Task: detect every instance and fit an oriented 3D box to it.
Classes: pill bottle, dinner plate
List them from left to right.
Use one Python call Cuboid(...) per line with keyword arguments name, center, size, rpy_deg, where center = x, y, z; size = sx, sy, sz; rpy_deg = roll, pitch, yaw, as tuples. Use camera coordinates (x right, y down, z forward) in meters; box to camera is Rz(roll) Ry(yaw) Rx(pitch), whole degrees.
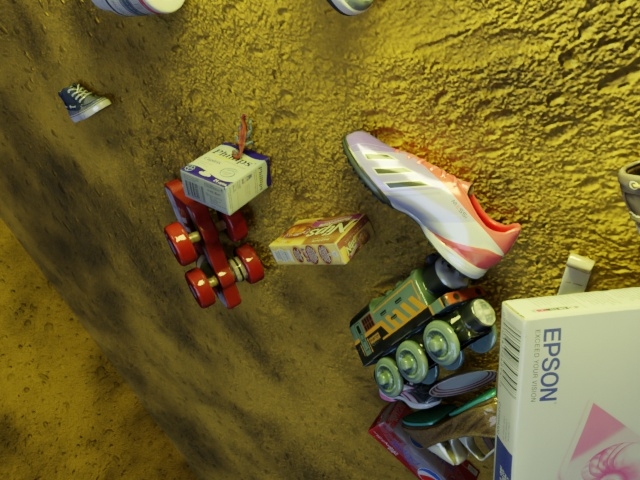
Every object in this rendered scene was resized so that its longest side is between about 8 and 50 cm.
Cuboid(name="pill bottle", center=(-0.339, -0.465, 0.948), size=(0.180, 0.108, 0.108), rpy_deg=(14, 131, 34))
Cuboid(name="dinner plate", center=(0.282, 0.278, 1.035), size=(0.141, 0.141, 0.017), rpy_deg=(121, 145, -50))

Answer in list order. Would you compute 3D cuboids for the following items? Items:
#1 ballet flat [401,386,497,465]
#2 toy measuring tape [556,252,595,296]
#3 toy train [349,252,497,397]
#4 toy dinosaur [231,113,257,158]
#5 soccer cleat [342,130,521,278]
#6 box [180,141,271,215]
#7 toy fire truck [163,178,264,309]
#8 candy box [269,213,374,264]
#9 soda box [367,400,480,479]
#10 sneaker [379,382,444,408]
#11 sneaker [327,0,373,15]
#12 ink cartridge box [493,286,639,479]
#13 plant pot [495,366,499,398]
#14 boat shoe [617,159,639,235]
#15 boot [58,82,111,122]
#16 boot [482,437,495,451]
Cuboid(name="ballet flat", center=(0.292, 0.393, 1.080), size=(0.342, 0.116, 0.124), rpy_deg=(-44, 68, 50))
Cuboid(name="toy measuring tape", center=(0.371, 0.175, 0.857), size=(0.121, 0.121, 0.330), rpy_deg=(23, 135, 26))
Cuboid(name="toy train", center=(0.181, 0.164, 0.982), size=(0.334, 0.142, 0.190), rpy_deg=(-52, 55, 48))
Cuboid(name="toy dinosaur", center=(-0.160, -0.205, 1.040), size=(0.047, 0.090, 0.082), rpy_deg=(19, 90, 15))
Cuboid(name="soccer cleat", center=(0.173, -0.082, 0.840), size=(0.318, 0.108, 0.116), rpy_deg=(44, 121, 5))
Cuboid(name="box", center=(-0.192, -0.131, 1.077), size=(0.126, 0.137, 0.072), rpy_deg=(23, 135, 26))
Cuboid(name="toy fire truck", center=(-0.282, 0.011, 1.288), size=(0.254, 0.169, 0.302), rpy_deg=(34, 146, 53))
Cuboid(name="candy box", center=(0.000, 0.000, 1.041), size=(0.186, 0.109, 0.053), rpy_deg=(-4, 119, 44))
Cuboid(name="soda box", center=(0.250, 0.515, 1.278), size=(0.263, 0.083, 0.092), rpy_deg=(42, 140, 6))
Cuboid(name="sneaker", center=(0.198, 0.324, 1.176), size=(0.178, 0.072, 0.077), rpy_deg=(-7, 106, 38))
Cuboid(name="sneaker", center=(0.060, -0.432, 0.618), size=(0.178, 0.124, 0.295), rpy_deg=(14, 131, 46))
Cuboid(name="ink cartridge box", center=(0.395, 0.222, 0.682), size=(0.330, 0.071, 0.324), rpy_deg=(-5, 105, -5))
Cuboid(name="plant pot", center=(0.395, 0.230, 0.781), size=(0.237, 0.110, 0.237), rpy_deg=(-2, 110, -5))
Cuboid(name="boat shoe", center=(0.487, -0.076, 0.541), size=(0.324, 0.116, 0.097), rpy_deg=(-15, 115, 54))
Cuboid(name="boot", center=(-0.595, -0.351, 1.302), size=(0.190, 0.069, 0.086), rpy_deg=(-1, 125, 44))
Cuboid(name="boot", center=(0.428, 0.448, 1.064), size=(0.219, 0.082, 0.106), rpy_deg=(50, 143, -2))
